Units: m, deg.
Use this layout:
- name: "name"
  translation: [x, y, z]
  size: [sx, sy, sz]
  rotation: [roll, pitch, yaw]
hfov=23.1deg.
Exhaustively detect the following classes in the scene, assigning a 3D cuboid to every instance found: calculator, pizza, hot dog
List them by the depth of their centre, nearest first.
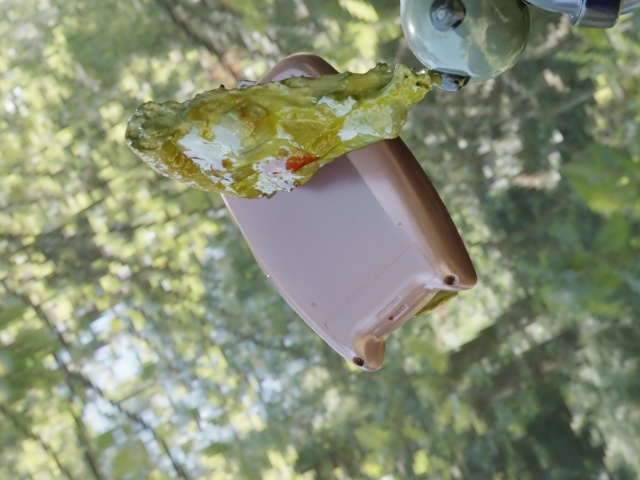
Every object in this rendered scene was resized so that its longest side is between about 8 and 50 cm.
- name: "pizza"
  translation: [-0.021, -0.101, 1.439]
  size: [0.280, 0.287, 0.075]
  rotation: [9, -111, -54]
- name: "calculator"
  translation: [0.004, -0.037, 1.615]
  size: [0.330, 0.220, 0.048]
  rotation: [54, -148, 15]
- name: "hot dog"
  translation: [0.088, 0.071, 1.749]
  size: [0.028, 0.137, 0.044]
  rotation: [85, 166, -48]

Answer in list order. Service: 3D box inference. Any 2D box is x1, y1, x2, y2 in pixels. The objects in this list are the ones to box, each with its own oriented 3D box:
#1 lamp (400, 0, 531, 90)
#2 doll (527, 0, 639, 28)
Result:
- name: "lamp"
  translation: [0.222, -0.322, 2.088]
  size: [0.198, 0.244, 0.198]
  rotation: [44, -153, -28]
- name: "doll"
  translation: [0.262, -0.353, 1.456]
  size: [0.284, 0.240, 0.310]
  rotation: [-79, -13, -74]
